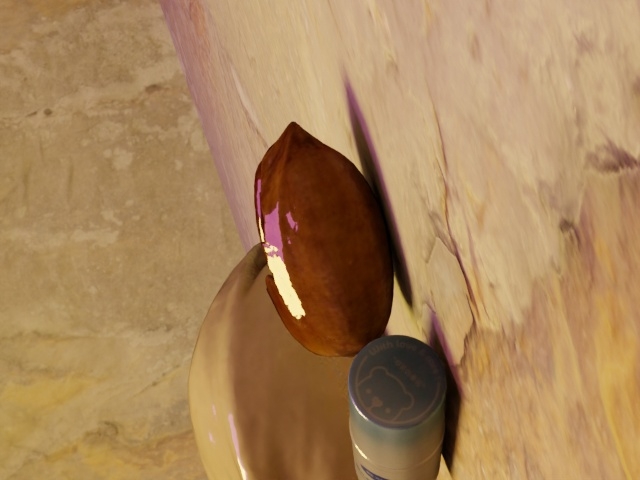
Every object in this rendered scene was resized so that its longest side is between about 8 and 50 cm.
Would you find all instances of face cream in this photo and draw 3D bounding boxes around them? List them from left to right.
[{"bbox_3d":[0.061,0.147,1.595,0.250,0.077,0.077,83,167,-69],"label":"face cream"}]

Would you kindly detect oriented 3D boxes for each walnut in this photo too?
[{"bbox_3d":[0.000,0.000,1.575,0.116,0.115,0.207,-118,11,-62],"label":"walnut"}]

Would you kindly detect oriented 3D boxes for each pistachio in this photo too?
[{"bbox_3d":[-0.019,0.156,1.903,0.226,0.207,0.332,1,-108,-49],"label":"pistachio"}]
